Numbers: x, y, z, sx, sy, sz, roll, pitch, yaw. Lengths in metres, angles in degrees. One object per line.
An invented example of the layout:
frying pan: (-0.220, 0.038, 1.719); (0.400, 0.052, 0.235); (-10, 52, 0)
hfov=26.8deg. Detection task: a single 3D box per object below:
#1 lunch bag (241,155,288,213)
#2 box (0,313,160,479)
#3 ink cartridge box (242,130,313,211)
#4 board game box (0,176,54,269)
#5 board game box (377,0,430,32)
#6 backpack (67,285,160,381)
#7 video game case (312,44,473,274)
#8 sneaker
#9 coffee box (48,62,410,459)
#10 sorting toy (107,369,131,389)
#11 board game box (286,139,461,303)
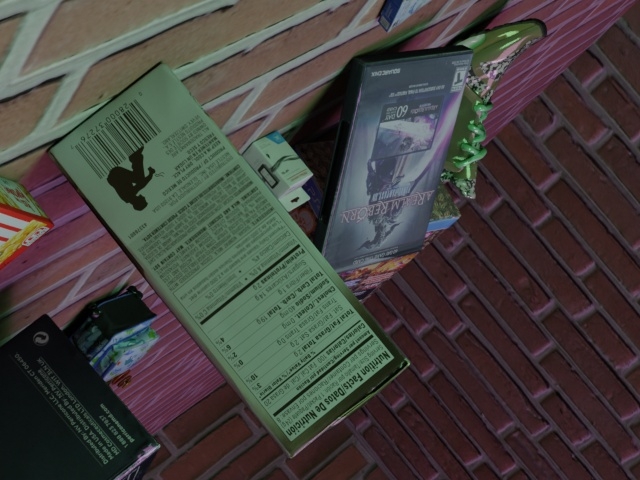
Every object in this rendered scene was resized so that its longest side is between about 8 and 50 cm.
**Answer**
lunch bag: (-0.100, -0.030, 1.307); (0.096, 0.129, 0.151); (-41, 175, 6)
box: (-0.339, 0.256, 1.336); (0.294, 0.183, 0.296); (-40, 174, -22)
ink cartridge box: (-0.043, -0.078, 1.511); (0.048, 0.083, 0.028); (-33, 172, -49)
board game box: (-0.276, 0.011, 0.922); (0.146, 0.045, 0.193); (-40, 174, 1)
board game box: (0.105, -0.261, 1.371); (0.090, 0.020, 0.090); (-37, 173, -17)
backpack: (-0.266, 0.127, 1.674); (0.114, 0.084, 0.105); (-40, 173, 32)
video game case: (0.083, -0.094, 1.601); (0.196, 0.026, 0.274); (-14, 125, -44)
sneaker: (0.190, -0.151, 1.930); (0.410, 0.182, 0.158); (-42, 173, 24)
coffee box: (-0.069, 0.024, 1.071); (0.119, 0.297, 0.168); (-39, 175, -6)
sorting toy: (-0.349, 0.244, 2.236); (0.102, 0.042, 0.061); (-43, 173, 35)
board game box: (0.000, 0.000, 1.823); (0.232, 0.141, 0.291); (-9, 154, -46)
